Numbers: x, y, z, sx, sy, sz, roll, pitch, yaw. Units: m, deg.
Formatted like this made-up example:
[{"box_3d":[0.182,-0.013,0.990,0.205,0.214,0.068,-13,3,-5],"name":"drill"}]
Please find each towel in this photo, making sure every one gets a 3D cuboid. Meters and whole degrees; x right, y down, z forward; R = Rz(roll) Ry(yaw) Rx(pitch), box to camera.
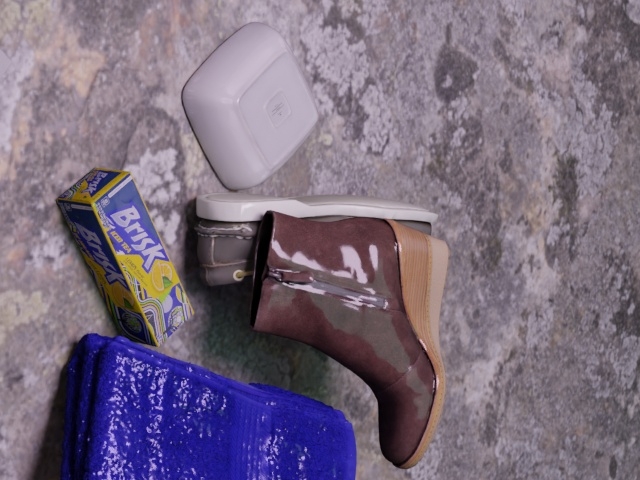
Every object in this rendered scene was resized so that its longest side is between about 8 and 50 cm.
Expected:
[{"box_3d":[-0.098,0.219,1.850,0.308,0.076,0.227,20,53,-31],"name":"towel"}]

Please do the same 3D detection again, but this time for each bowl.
[{"box_3d":[-0.060,-0.134,1.961,0.142,0.053,0.142,-49,129,-33],"name":"bowl"}]

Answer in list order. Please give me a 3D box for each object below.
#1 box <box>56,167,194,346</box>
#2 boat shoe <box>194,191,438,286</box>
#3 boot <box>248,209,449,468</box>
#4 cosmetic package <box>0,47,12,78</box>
[{"box_3d":[-0.184,0.016,1.849,0.059,0.054,0.169,-44,125,-34],"name":"box"},{"box_3d":[-0.003,-0.001,2.007,0.305,0.109,0.091,0,97,-41],"name":"boat shoe"},{"box_3d":[0.021,0.098,1.925,0.207,0.090,0.248,6,87,-26],"name":"boot"},{"box_3d":[-0.377,-0.177,1.577,0.238,0.107,0.127,50,61,-36],"name":"cosmetic package"}]
